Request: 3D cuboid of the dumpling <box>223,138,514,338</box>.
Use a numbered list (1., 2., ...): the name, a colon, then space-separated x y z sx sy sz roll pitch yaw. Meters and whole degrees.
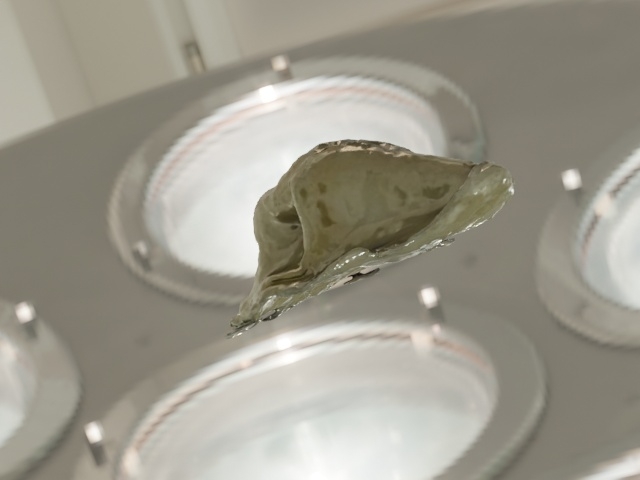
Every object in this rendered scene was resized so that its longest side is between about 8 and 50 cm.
1. dumpling: 0.002 -0.004 1.076 0.166 0.086 0.332 -20 173 -15
